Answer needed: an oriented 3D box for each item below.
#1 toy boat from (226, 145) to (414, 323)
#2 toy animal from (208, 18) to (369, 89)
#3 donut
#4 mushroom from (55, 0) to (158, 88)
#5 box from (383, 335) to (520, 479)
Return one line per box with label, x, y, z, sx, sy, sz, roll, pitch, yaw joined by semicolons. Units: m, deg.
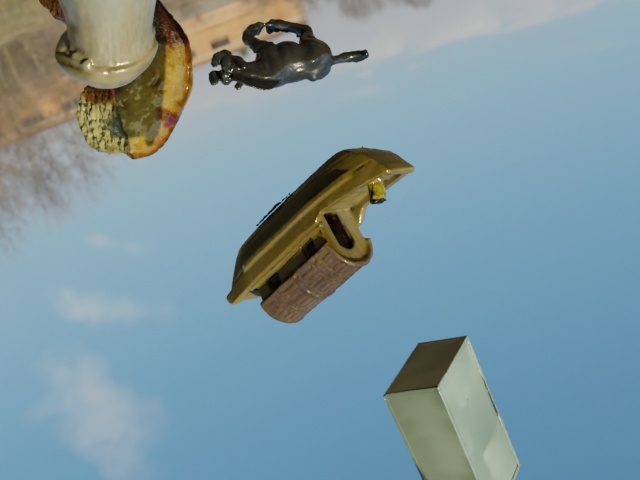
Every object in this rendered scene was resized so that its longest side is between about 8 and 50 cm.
toy boat;0.000;0.000;0.892;0.068;0.088;0.226;-8;155;-45
toy animal;-0.054;-0.254;1.500;0.233;0.084;0.148;-8;-144;-18
donut;-0.256;-0.245;1.305;0.112;0.294;0.151;-12;-174;39
mushroom;-0.151;-0.211;0.559;0.118;0.270;0.103;-3;-152;47
box;0.186;0.264;1.435;0.086;0.225;0.129;-14;-160;33
